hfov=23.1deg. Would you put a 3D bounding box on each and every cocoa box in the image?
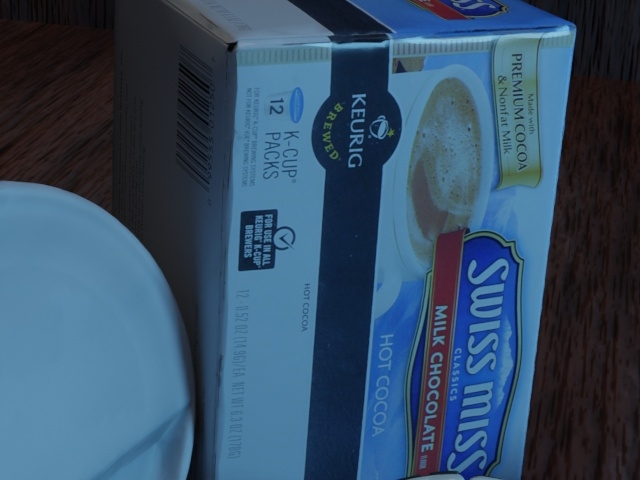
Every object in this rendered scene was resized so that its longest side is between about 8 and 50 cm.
[{"bbox_3d":[0.000,0.000,1.035,0.228,0.347,0.231,-6,23,-23],"label":"cocoa box"}]

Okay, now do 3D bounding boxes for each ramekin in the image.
[{"bbox_3d":[-0.207,0.101,0.879,0.127,0.273,0.273,4,16,42],"label":"ramekin"}]

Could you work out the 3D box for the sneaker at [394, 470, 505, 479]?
[{"bbox_3d":[0.011,0.220,0.815,0.330,0.129,0.147,-7,37,-17],"label":"sneaker"}]
